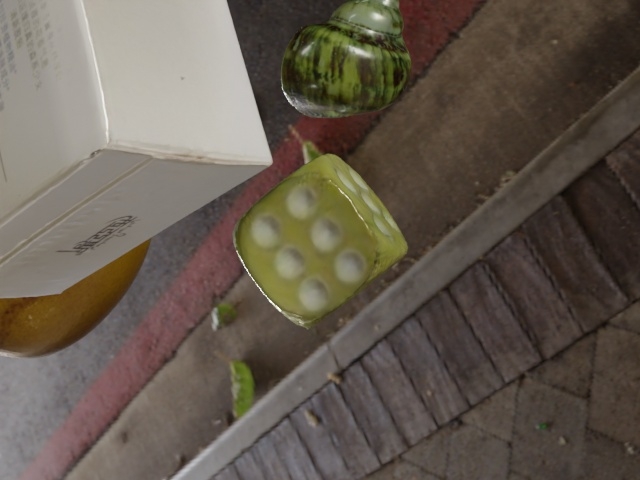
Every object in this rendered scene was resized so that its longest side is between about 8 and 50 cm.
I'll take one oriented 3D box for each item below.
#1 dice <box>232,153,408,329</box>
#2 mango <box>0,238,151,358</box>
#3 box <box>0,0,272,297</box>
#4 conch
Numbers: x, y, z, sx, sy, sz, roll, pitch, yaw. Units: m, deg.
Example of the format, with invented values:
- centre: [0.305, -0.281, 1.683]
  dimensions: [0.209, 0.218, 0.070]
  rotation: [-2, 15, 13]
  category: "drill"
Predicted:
- centre: [0.000, 0.000, 1.199]
  dimensions: [0.166, 0.169, 0.169]
  rotation: [-40, 86, 14]
  category: "dice"
- centre: [-0.383, 0.001, 1.303]
  dimensions: [0.378, 0.263, 0.221]
  rotation: [-51, 19, 6]
  category: "mango"
- centre: [-0.165, -0.127, 0.540]
  dimensions: [0.203, 0.116, 0.274]
  rotation: [-28, 70, 36]
  category: "box"
- centre: [0.048, -0.260, 1.290]
  dimensions: [0.124, 0.187, 0.182]
  rotation: [-8, 73, 48]
  category: "conch"
